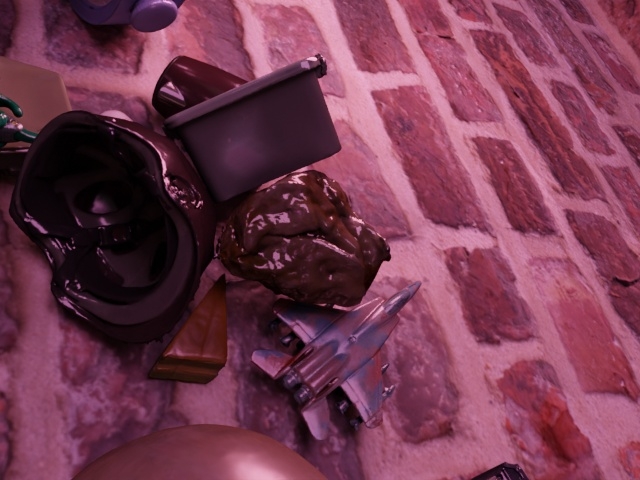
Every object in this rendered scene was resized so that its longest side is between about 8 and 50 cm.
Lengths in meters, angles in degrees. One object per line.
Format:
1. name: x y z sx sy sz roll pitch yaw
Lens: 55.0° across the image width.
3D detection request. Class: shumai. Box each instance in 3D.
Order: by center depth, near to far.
1. shumai: 0.002 -0.004 0.838 0.185 0.184 0.218 13 -3 25

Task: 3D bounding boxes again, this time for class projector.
1. projector: -0.486 -0.171 0.838 0.269 0.088 0.194 -6 60 -34

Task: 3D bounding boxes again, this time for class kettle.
1. kettle: -0.157 -0.223 1.046 0.232 0.144 0.202 32 29 -2

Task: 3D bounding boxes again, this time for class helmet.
1. helmet: -0.238 -0.023 0.801 0.305 0.225 0.177 56 19 3

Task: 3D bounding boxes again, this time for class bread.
1. bread: -0.175 0.110 0.815 0.084 0.074 0.139 13 52 -26

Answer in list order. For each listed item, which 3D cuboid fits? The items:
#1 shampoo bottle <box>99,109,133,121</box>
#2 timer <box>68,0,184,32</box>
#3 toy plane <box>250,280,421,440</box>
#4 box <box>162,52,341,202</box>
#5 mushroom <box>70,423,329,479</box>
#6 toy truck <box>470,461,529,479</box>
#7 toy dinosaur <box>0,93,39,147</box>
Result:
1. shampoo bottle: -0.265 -0.116 0.938 0.192 0.074 0.074 40 46 1
2. timer: -0.344 -0.530 1.013 0.173 0.395 0.395 -18 66 -39
3. toy plane: 0.054 0.143 0.910 0.223 0.104 0.326 49 43 10
4. box: -0.085 -0.158 0.884 0.163 0.243 0.135 -105 172 -76
5. mushroom: -0.113 0.348 0.524 0.295 0.362 0.362 61 33 -37
6. toy truck: 0.284 0.410 0.851 0.092 0.083 0.192 -13 63 -43
7. toy dinosaur: -0.409 -0.151 0.777 0.132 0.059 0.096 20 44 -8
